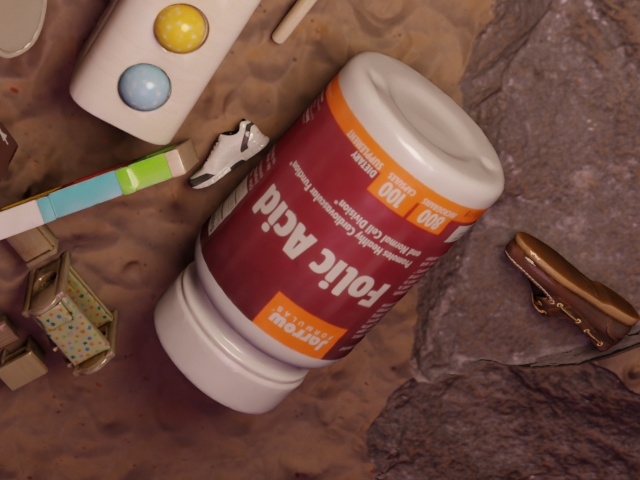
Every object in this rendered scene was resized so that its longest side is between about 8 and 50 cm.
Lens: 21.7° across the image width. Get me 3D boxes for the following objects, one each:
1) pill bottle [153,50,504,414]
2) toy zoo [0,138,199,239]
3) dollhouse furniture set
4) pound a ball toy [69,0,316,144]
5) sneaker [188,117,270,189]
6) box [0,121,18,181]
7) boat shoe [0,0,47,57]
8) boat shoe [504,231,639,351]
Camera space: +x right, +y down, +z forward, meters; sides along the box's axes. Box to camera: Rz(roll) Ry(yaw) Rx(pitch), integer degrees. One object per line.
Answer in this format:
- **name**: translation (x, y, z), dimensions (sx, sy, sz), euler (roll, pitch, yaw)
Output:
- **pill bottle**: translation (0.000, 0.000, 1.869), dimensions (0.224, 0.224, 0.392), euler (33, 115, -21)
- **toy zoo**: translation (-0.281, -0.044, 1.833), dimensions (0.293, 0.192, 0.030), euler (-20, 96, 3)
- **dollhouse furniture set**: translation (-0.357, 0.088, 1.978), dimensions (0.161, 0.101, 0.182), euler (-28, 120, 14)
- **pound a ball toy**: translation (-0.101, -0.243, 1.764), dimensions (0.208, 0.136, 0.319), euler (27, 118, -19)
- **sneaker**: translation (-0.111, -0.100, 1.916), dimensions (0.109, 0.040, 0.044), euler (-36, 103, 13)
- **box**: translation (-0.470, -0.086, 1.813), dimensions (0.203, 0.168, 0.167), euler (-29, 111, 14)
- **boat shoe**: translation (-0.371, -0.349, 1.720), dimensions (0.112, 0.095, 0.335), euler (-34, 130, -24)
- **boat shoe**: translation (0.294, 0.068, 2.018), dimensions (0.207, 0.073, 0.073), euler (35, 112, -22)
